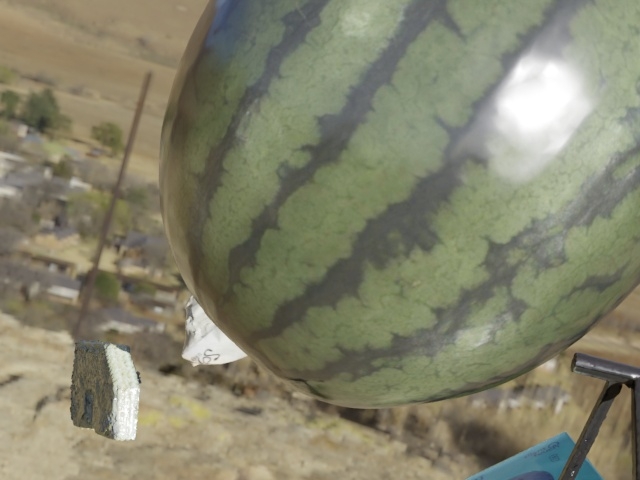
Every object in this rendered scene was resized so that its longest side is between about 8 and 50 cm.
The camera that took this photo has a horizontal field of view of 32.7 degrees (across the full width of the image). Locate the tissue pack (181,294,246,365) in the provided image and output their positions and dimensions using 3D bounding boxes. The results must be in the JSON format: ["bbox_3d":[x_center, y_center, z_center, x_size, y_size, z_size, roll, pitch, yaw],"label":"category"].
[{"bbox_3d":[0.000,0.000,1.535,0.195,0.375,0.390,49,36,10],"label":"tissue pack"}]

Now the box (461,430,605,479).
[{"bbox_3d":[0.253,0.354,1.256,0.205,0.118,0.311,-24,8,3],"label":"box"}]

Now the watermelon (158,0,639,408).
[{"bbox_3d":[0.074,-0.076,0.601,0.279,0.359,0.279,37,-7,5],"label":"watermelon"}]

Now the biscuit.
[{"bbox_3d":[-0.341,0.233,1.713,0.046,0.147,0.250,6,-5,-29],"label":"biscuit"}]

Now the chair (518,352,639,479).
[{"bbox_3d":[0.252,0.183,0.625,0.260,0.154,0.141,14,41,3],"label":"chair"}]
